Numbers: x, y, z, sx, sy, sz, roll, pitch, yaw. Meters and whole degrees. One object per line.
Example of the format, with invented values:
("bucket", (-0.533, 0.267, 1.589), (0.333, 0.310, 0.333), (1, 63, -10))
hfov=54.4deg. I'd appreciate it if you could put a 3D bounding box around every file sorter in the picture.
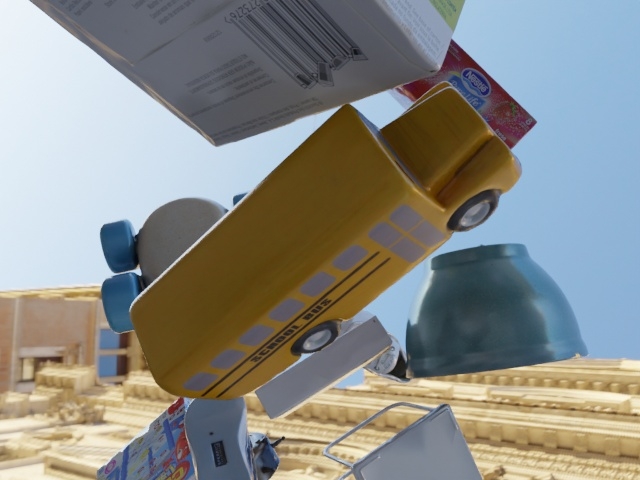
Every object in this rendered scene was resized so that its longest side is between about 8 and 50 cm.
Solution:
("file sorter", (0.153, 0.437, 1.051), (0.277, 0.193, 0.173), (66, -25, -4))

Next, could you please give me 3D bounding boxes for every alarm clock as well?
("alarm clock", (-0.152, 0.375, 1.016), (0.192, 0.129, 0.064), (-29, -84, 9))

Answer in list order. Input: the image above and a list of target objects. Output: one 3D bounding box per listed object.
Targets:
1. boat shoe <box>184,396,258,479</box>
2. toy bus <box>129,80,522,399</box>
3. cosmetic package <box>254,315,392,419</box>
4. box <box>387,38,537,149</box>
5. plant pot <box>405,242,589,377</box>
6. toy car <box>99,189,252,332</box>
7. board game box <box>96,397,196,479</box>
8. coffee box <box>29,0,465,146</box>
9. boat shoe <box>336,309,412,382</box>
("boat shoe", (-0.097, 0.229, 0.627), (0.183, 0.065, 0.083), (-115, -164, -62))
("toy bus", (0.000, 0.000, 0.534), (0.333, 0.130, 0.108), (-41, -123, 16))
("cosmetic package", (0.009, 0.222, 1.073), (0.239, 0.099, 0.060), (-31, -108, -4))
("box", (0.245, -0.247, 1.126), (0.122, 0.128, 0.257), (-44, -95, 1))
("plant pot", (0.274, 0.114, 1.047), (0.293, 0.293, 0.196), (-15, -103, 35))
("toy car", (-0.164, 0.082, 0.871), (0.210, 0.219, 0.237), (-113, -166, -45))
("board game box", (-0.400, 0.576, 1.501), (0.308, 0.086, 0.302), (-42, -154, 0))
("coffee box", (-0.068, -0.343, 0.579), (0.338, 0.338, 0.334), (-5, -124, 48))
("boat shoe", (0.120, 0.224, 1.272), (0.098, 0.277, 0.096), (-50, -132, 2))
